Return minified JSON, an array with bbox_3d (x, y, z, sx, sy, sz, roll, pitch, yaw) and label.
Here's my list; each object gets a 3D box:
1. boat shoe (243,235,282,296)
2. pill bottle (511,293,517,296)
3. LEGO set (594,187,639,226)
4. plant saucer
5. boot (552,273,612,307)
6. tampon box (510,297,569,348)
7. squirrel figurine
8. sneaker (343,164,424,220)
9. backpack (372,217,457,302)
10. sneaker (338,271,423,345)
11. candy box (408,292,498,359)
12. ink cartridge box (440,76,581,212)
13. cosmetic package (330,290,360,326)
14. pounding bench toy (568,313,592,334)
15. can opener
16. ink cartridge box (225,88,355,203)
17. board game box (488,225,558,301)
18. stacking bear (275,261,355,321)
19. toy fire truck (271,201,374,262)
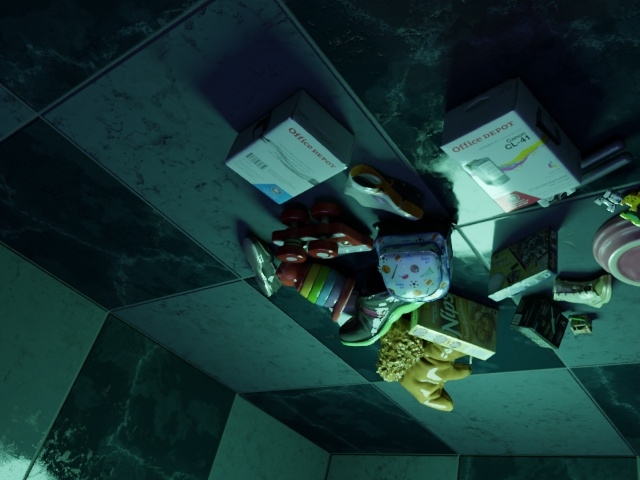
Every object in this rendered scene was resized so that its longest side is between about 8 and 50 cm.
[{"bbox_3d":[-0.215,0.083,2.293,0.112,0.095,0.335,39,155,35],"label":"boat shoe"},{"bbox_3d":[0.648,0.133,1.994,0.094,0.094,0.169,23,145,-11],"label":"pill bottle"},{"bbox_3d":[0.869,-0.094,1.583,0.227,0.087,0.093,34,139,15],"label":"LEGO set"},{"bbox_3d":[0.980,0.037,1.737,0.332,0.084,0.332,10,145,7],"label":"plant saucer"},{"bbox_3d":[0.856,0.159,1.947,0.165,0.077,0.213,9,159,14],"label":"boot"},{"bbox_3d":[0.784,0.295,2.121,0.161,0.120,0.101,36,163,-25],"label":"tampon box"},{"bbox_3d":[0.422,0.449,2.383,0.397,0.281,0.370,15,139,-3],"label":"squirrel figurine"},{"bbox_3d":[0.192,-0.134,1.821,0.262,0.099,0.121,30,151,-6],"label":"sneaker"},{"bbox_3d":[0.311,0.076,1.917,0.277,0.213,0.263,-2,127,25],"label":"backpack"},{"bbox_3d":[0.216,0.221,2.218,0.202,0.185,0.483,37,124,-9],"label":"sneaker"},{"bbox_3d":[0.498,0.303,2.213,0.317,0.182,0.087,20,144,-6],"label":"candy box"},{"bbox_3d":[0.488,-0.233,1.518,0.306,0.131,0.226,35,141,-28],"label":"ink cartridge box"},{"bbox_3d":[0.127,0.302,2.449,0.117,0.085,0.231,-3,142,25],"label":"cosmetic package"},{"bbox_3d":[0.938,0.295,2.139,0.065,0.052,0.083,-15,135,36],"label":"pounding bench toy"},{"bbox_3d":[0.688,-0.177,1.578,0.280,0.093,0.074,-36,76,48],"label":"can opener"},{"bbox_3d":[-0.088,-0.260,1.710,0.223,0.129,0.307,38,140,-28],"label":"ink cartridge box"},{"bbox_3d":[0.632,0.076,1.859,0.042,0.165,0.243,29,144,-18],"label":"board game box"},{"bbox_3d":[-0.028,0.157,2.255,0.289,0.175,0.164,24,143,1],"label":"stacking bear"},{"bbox_3d":[0.000,0.000,2.031,0.302,0.169,0.254,-9,157,33],"label":"toy fire truck"}]
